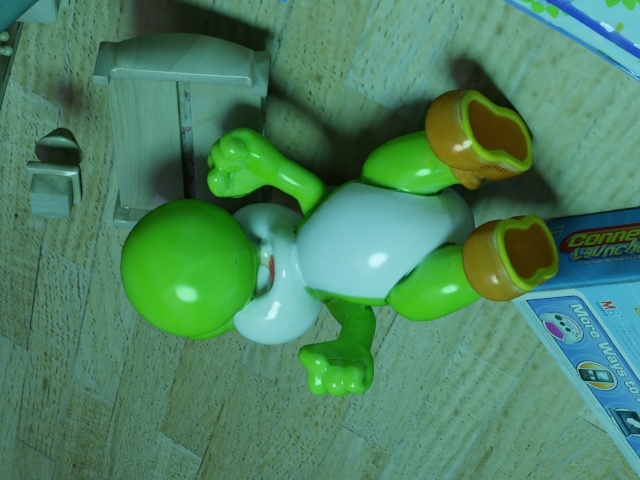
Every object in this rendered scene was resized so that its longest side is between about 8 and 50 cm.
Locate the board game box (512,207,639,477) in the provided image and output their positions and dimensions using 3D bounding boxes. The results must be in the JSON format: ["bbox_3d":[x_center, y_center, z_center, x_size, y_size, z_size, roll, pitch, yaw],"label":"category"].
[{"bbox_3d":[0.349,0.104,1.258,0.302,0.086,0.308,-8,128,45],"label":"board game box"}]

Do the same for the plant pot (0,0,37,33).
[{"bbox_3d":[-0.239,-0.289,1.045,0.341,0.334,0.341,22,144,17],"label":"plant pot"}]

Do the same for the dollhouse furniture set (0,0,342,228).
[{"bbox_3d":[-0.135,-0.167,1.365,0.355,0.174,0.303,5,143,1],"label":"dollhouse furniture set"}]

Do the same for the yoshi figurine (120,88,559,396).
[{"bbox_3d":[-0.014,0.009,1.289,0.362,0.203,0.203,-18,126,34],"label":"yoshi figurine"}]

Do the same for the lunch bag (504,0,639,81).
[{"bbox_3d":[0.203,-0.185,1.021,0.219,0.090,0.176,33,149,3],"label":"lunch bag"}]
